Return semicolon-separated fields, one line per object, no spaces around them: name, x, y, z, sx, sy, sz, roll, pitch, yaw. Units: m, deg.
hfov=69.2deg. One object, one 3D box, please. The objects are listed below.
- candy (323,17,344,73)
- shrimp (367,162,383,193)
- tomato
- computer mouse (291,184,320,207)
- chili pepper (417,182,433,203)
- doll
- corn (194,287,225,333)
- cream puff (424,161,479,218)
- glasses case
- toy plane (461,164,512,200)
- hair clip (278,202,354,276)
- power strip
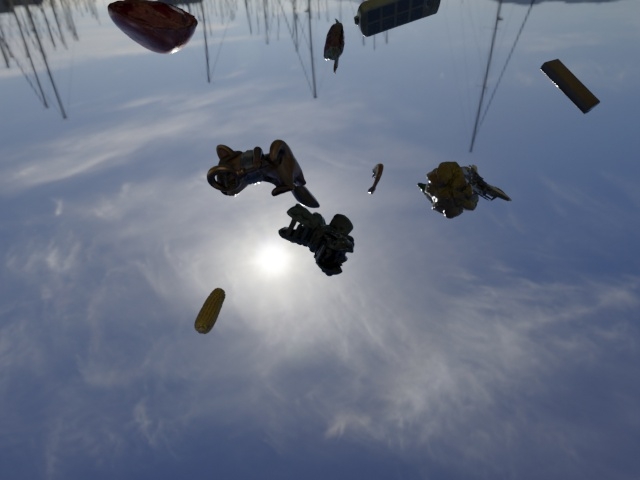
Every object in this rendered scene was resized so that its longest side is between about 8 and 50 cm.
candy;0.031;-0.430;1.012;0.043;0.045;0.175;-3;-129;13
shrimp;0.154;-0.179;1.321;0.025;0.091;0.127;18;-166;-3
tomato;-0.389;-0.490;1.086;0.173;0.099;0.189;40;-136;21
computer mouse;-0.091;-0.220;2.137;0.073;0.217;0.122;-39;-159;4
chili pepper;0.512;-0.232;2.213;0.088;0.059;0.227;32;-175;39
doll;-0.244;-0.261;1.799;0.339;0.209;0.318;2;166;17
corn;-0.378;0.241;1.599;0.067;0.067;0.206;2;-145;10
cream puff;0.570;-0.217;2.010;0.244;0.244;0.196;4;-127;13
glasses case;0.731;-0.453;1.364;0.072;0.042;0.191;-23;-109;-36
toy plane;0.563;-0.185;1.619;0.082;0.160;0.234;-32;-136;5
hair clip;0.001;-0.002;1.713;0.310;0.194;0.206;40;-153;29
power strip;0.186;-0.527;1.053;0.227;0.080;0.029;-20;-117;-2
